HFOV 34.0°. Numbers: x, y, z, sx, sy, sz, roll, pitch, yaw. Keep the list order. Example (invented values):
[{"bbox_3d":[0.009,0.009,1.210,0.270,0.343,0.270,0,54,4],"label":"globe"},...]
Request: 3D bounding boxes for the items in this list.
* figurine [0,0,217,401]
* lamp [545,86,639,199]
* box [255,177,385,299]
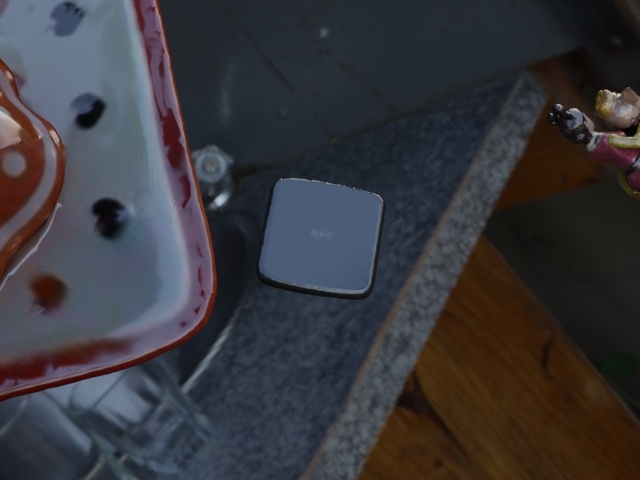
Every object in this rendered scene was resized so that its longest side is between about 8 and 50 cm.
[{"bbox_3d":[-0.143,-0.054,0.227,0.184,0.160,0.226,-15,-19,1],"label":"figurine"},{"bbox_3d":[0.400,-0.117,1.301,0.118,0.253,0.118,-56,2,4],"label":"lamp"},{"bbox_3d":[0.000,0.000,1.104,0.027,0.126,0.125,97,-177,-67],"label":"box"}]
